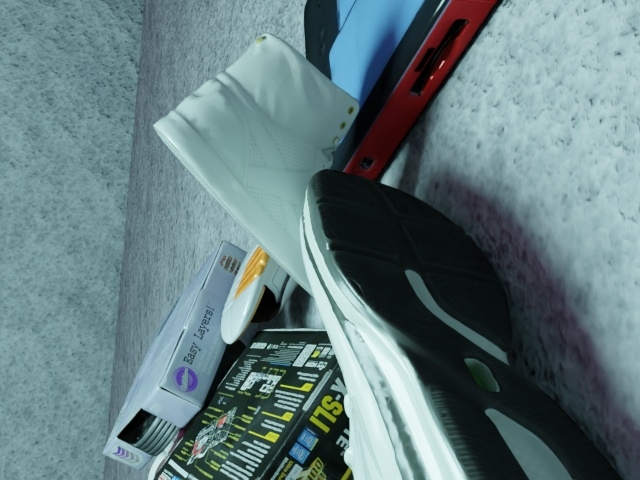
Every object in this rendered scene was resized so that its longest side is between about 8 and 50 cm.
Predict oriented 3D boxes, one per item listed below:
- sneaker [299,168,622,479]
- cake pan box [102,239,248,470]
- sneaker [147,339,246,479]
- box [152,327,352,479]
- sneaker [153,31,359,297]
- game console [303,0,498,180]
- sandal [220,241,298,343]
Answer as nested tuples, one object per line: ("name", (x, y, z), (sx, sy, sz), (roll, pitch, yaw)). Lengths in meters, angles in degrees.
("sneaker", (0.040, 0.150, 0.659), (0.257, 0.169, 0.447), (-60, 32, 29))
("cake pan box", (-0.195, 0.163, 1.182), (0.245, 0.070, 0.266), (-51, 16, 45))
("sneaker", (-0.140, 0.298, 1.262), (0.163, 0.106, 0.281), (32, 104, 39))
("box", (-0.064, 0.216, 0.908), (0.257, 0.079, 0.322), (-57, 14, -18))
("sneaker", (-0.005, -0.058, 0.826), (0.169, 0.292, 0.108), (-45, 35, -8))
("game console", (0.065, -0.271, 0.900), (0.386, 0.060, 0.341), (124, 145, -50))
("sandal", (-0.052, 0.022, 1.119), (0.102, 0.076, 0.265), (-40, 27, 53))
